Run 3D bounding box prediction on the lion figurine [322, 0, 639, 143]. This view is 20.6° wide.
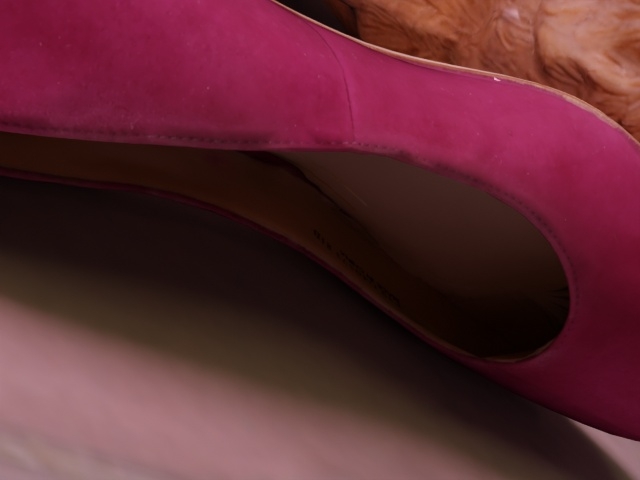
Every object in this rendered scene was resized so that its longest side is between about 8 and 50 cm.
[{"bbox_3d":[-0.017,-0.147,0.551,0.392,0.142,0.240,26,30,-2],"label":"lion figurine"}]

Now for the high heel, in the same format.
[{"bbox_3d":[0.000,0.000,0.367,0.244,0.082,0.117,46,48,-29],"label":"high heel"}]
